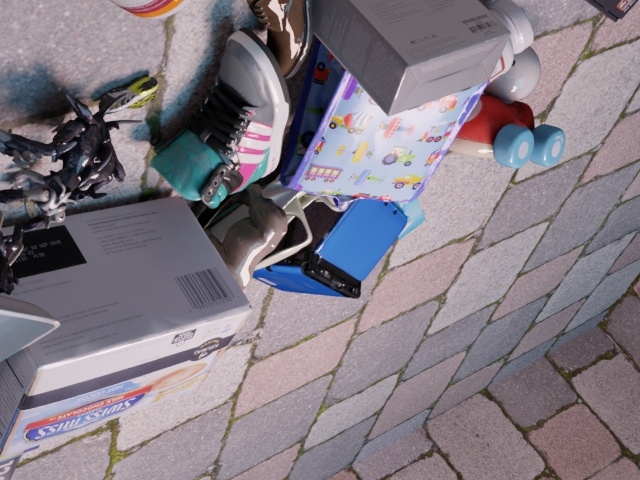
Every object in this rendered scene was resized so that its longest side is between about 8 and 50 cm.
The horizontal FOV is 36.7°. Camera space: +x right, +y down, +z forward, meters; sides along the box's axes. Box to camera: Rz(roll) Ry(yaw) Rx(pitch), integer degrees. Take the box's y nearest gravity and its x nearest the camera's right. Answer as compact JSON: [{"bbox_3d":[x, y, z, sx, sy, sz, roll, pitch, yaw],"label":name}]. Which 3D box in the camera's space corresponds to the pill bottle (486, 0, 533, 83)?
[{"bbox_3d":[0.229,-0.295,1.552,0.216,0.121,0.121,-34,155,-8],"label":"pill bottle"}]

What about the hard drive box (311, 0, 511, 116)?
[{"bbox_3d":[0.100,-0.290,1.256,0.181,0.232,0.089,-22,151,-30],"label":"hard drive box"}]

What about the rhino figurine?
[{"bbox_3d":[-0.144,0.024,1.505,0.243,0.106,0.073,-52,172,11],"label":"rhino figurine"}]

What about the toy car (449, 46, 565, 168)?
[{"bbox_3d":[0.308,-0.267,1.683,0.210,0.219,0.238,-7,112,-47],"label":"toy car"}]

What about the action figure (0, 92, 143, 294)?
[{"bbox_3d":[-0.339,-0.077,1.158,0.276,0.141,0.164,-56,155,-26],"label":"action figure"}]

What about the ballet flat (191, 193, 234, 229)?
[{"bbox_3d":[-0.175,-0.043,1.527,0.173,0.049,0.057,-47,155,18],"label":"ballet flat"}]

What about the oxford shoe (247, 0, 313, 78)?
[{"bbox_3d":[-0.059,-0.300,1.222,0.096,0.083,0.227,-17,140,-24],"label":"oxford shoe"}]

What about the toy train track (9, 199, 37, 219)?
[{"bbox_3d":[-0.386,-0.043,1.288,0.048,0.014,0.083,-29,154,-19],"label":"toy train track"}]

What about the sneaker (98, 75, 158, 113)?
[{"bbox_3d":[-0.242,-0.177,1.229,0.083,0.031,0.035,-29,154,-20],"label":"sneaker"}]

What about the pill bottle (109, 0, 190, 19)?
[{"bbox_3d":[-0.215,-0.307,0.937,0.121,0.121,0.221,-45,154,14],"label":"pill bottle"}]

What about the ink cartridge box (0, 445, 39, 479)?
[{"bbox_3d":[-0.564,0.334,1.637,0.307,0.072,0.303,-9,143,-43],"label":"ink cartridge box"}]

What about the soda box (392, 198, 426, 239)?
[{"bbox_3d":[0.145,-0.079,1.875,0.071,0.067,0.210,-38,155,-1],"label":"soda box"}]

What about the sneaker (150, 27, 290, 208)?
[{"bbox_3d":[-0.147,-0.146,1.317,0.178,0.124,0.295,-38,158,-23],"label":"sneaker"}]

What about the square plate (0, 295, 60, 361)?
[{"bbox_3d":[-0.537,0.101,1.101,0.347,0.049,0.344,-27,148,36],"label":"square plate"}]

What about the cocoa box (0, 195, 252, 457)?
[{"bbox_3d":[-0.324,0.113,1.376,0.347,0.231,0.228,-14,149,-42],"label":"cocoa box"}]

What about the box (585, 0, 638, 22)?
[{"bbox_3d":[0.533,-0.560,1.536,0.395,0.097,0.318,-48,150,22],"label":"box"}]

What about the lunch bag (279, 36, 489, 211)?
[{"bbox_3d":[0.079,-0.160,1.432,0.221,0.138,0.293,4,128,-24],"label":"lunch bag"}]

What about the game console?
[{"bbox_3d":[0.000,0.000,1.765,0.293,0.250,0.173,35,62,-67],"label":"game console"}]

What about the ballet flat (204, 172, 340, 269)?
[{"bbox_3d":[-0.031,-0.067,1.579,0.400,0.139,0.139,-40,155,5],"label":"ballet flat"}]
